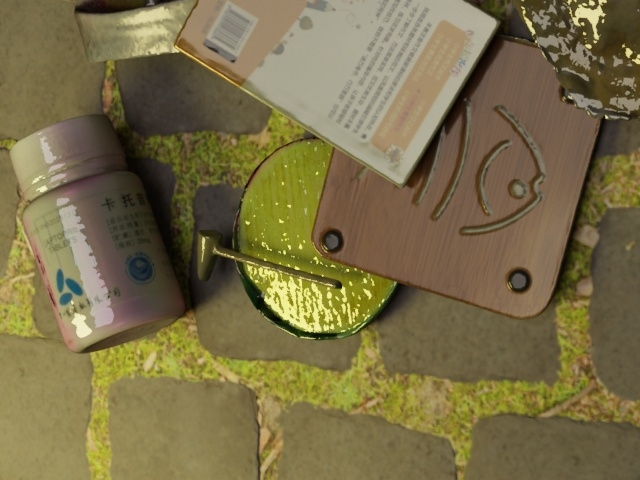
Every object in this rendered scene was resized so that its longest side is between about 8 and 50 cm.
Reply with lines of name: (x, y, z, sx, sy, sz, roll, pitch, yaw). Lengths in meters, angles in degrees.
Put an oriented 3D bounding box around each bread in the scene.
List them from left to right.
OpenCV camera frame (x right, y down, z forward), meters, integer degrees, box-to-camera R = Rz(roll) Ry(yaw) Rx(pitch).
bread: (0.000, 0.000, 1.986, 0.228, 0.033, 0.229, 2, 94, 32)

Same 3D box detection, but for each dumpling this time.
dumpling: (0.312, -0.203, 1.758, 0.332, 0.086, 0.166, 32, 121, 24)

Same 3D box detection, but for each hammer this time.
hammer: (-0.060, 0.039, 1.992, 0.195, 0.028, 0.060, 16, 108, 31)

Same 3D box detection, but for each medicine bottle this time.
medicine bottle: (-0.264, -0.007, 2.071, 0.152, 0.152, 0.255, -23, 83, 29)

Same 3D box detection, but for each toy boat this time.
toy boat: (-0.228, -0.324, 2.026, 0.276, 0.111, 0.294, -22, 89, 55)

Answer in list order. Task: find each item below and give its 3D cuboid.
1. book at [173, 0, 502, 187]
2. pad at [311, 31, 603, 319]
book: (0.015, -0.218, 1.875, 0.295, 0.020, 0.208, 32, 104, 6)
pad: (0.145, -0.084, 1.880, 0.284, 0.018, 0.287, 17, 98, 22)
